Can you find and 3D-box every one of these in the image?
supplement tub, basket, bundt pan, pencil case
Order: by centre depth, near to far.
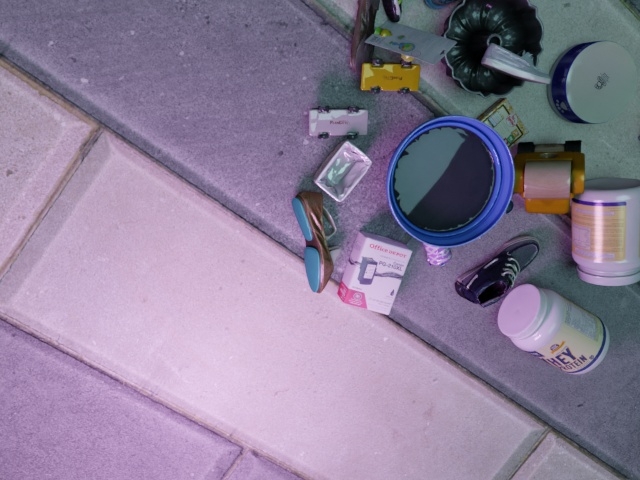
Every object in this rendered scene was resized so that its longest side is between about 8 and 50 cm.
[{"bbox_3d":[0.517,-0.613,1.717,0.331,0.124,0.331,-3,105,-10],"label":"bundt pan"},{"bbox_3d":[0.064,-0.222,1.738,0.113,0.103,0.167,37,94,-17],"label":"basket"},{"bbox_3d":[0.375,-0.013,1.865,0.088,0.086,0.206,-19,107,19],"label":"pencil case"},{"bbox_3d":[0.996,-0.034,1.895,0.241,0.241,0.331,-10,106,-9],"label":"supplement tub"},{"bbox_3d":[0.822,0.311,1.951,0.325,0.235,0.235,28,97,-16],"label":"supplement tub"}]

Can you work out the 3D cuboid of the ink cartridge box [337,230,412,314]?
[{"bbox_3d":[0.180,0.106,1.844,0.172,0.100,0.237,16,100,-15],"label":"ink cartridge box"}]

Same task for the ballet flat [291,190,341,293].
[{"bbox_3d":[0.000,0.000,1.792,0.124,0.116,0.342,-19,104,-26],"label":"ballet flat"}]

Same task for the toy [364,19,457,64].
[{"bbox_3d":[0.266,-0.576,1.641,0.237,0.056,0.137,30,61,22],"label":"toy"}]

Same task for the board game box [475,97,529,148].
[{"bbox_3d":[0.576,-0.356,1.834,0.193,0.045,0.147,-40,107,1],"label":"board game box"}]

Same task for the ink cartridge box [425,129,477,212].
[{"bbox_3d":[0.415,-0.233,1.767,0.168,0.171,0.232,-22,108,-5],"label":"ink cartridge box"}]

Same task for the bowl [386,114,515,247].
[{"bbox_3d":[0.382,-0.176,1.646,0.391,0.077,0.391,-2,105,-8],"label":"bowl"}]

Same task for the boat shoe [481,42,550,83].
[{"bbox_3d":[0.597,-0.531,1.648,0.227,0.079,0.081,15,105,-11],"label":"boat shoe"}]

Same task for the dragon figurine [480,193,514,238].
[{"bbox_3d":[0.575,-0.127,1.812,0.144,0.289,0.085,-23,109,35],"label":"dragon figurine"}]

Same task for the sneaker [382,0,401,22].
[{"bbox_3d":[0.234,-0.779,1.641,0.097,0.084,0.234,-13,106,-9],"label":"sneaker"}]

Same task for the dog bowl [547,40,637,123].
[{"bbox_3d":[0.899,-0.521,1.825,0.265,0.104,0.265,-3,104,-10],"label":"dog bowl"}]

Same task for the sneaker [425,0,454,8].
[{"bbox_3d":[0.450,-0.782,1.660,0.262,0.125,0.104,-31,108,-2],"label":"sneaker"}]

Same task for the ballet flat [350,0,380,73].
[{"bbox_3d":[0.127,-0.638,1.674,0.084,0.058,0.250,-13,117,-48],"label":"ballet flat"}]

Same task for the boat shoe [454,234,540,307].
[{"bbox_3d":[0.645,0.113,1.906,0.340,0.158,0.127,-36,108,0],"label":"boat shoe"}]

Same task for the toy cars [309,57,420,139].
[{"bbox_3d":[0.128,-0.440,1.708,0.394,0.087,0.176,-40,114,5],"label":"toy cars"}]

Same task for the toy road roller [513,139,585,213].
[{"bbox_3d":[0.734,-0.175,1.771,0.202,0.329,0.240,2,117,24],"label":"toy road roller"}]

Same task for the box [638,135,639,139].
[{"bbox_3d":[1.301,-0.410,1.840,0.177,0.279,0.290,31,97,-16],"label":"box"}]
